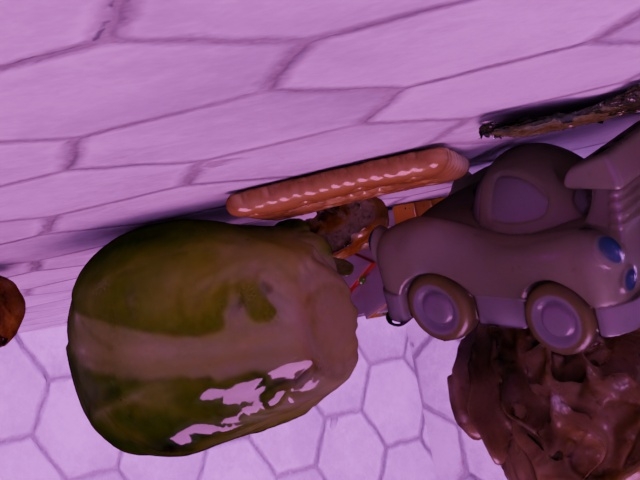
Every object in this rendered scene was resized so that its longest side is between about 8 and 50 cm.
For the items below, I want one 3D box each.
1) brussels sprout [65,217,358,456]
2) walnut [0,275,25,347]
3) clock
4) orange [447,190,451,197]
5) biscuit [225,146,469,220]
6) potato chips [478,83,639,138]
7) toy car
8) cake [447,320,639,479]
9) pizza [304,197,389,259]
[{"bbox_3d":[-0.139,0.117,1.767,0.314,0.276,0.371,7,163,-43],"label":"brussels sprout"},{"bbox_3d":[-0.443,0.095,1.924,0.115,0.116,0.207,-9,175,-30],"label":"walnut"},{"bbox_3d":[0.119,0.036,2.222,0.309,0.166,0.235,-14,175,19],"label":"clock"},{"bbox_3d":[0.207,-0.044,1.967,0.083,0.084,0.083,-11,176,-1],"label":"orange"},{"bbox_3d":[0.032,-0.059,1.628,0.249,0.030,0.160,-12,176,15],"label":"biscuit"},{"bbox_3d":[0.260,-0.125,1.425,0.219,0.029,0.202,-10,177,29],"label":"potato chips"},{"bbox_3d":[0.239,-0.022,1.692,0.336,0.226,0.242,6,-154,39],"label":"toy car"},{"bbox_3d":[0.339,0.187,1.843,0.332,0.321,0.332,-39,-159,18],"label":"cake"},{"bbox_3d":[-0.001,-0.001,1.944,0.193,0.069,0.154,-28,173,3],"label":"pizza"}]
